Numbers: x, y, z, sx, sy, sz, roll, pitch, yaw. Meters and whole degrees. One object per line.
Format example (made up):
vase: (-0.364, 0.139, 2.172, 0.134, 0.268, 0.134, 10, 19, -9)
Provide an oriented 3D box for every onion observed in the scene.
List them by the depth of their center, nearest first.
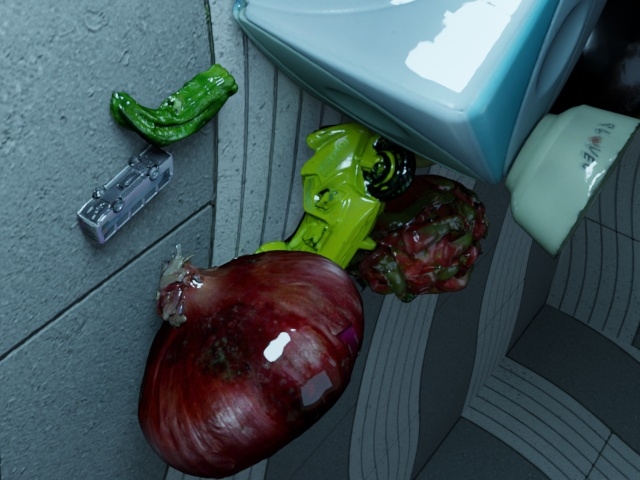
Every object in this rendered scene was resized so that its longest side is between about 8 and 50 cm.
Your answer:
onion: (-0.118, 0.132, 1.296, 0.348, 0.285, 0.347, -37, -161, 15)

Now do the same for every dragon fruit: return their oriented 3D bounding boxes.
dragon fruit: (0.173, -0.008, 1.807, 0.303, 0.237, 0.231, -8, 114, -41)

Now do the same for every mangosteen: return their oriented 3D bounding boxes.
mangosteen: (0.594, -0.392, 2.056, 0.382, 0.435, 0.382, -50, -149, 44)

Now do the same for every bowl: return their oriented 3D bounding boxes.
bowl: (0.317, -0.091, 1.280, 0.211, 0.112, 0.211, -51, 163, -22)

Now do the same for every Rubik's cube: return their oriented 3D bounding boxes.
Rubik's cube: (0.143, -0.308, 1.214, 0.352, 0.347, 0.351, -59, 161, -3)

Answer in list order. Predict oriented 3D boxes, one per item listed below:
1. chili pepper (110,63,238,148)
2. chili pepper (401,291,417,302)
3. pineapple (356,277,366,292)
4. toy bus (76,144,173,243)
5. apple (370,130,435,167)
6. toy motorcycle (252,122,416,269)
chili pepper: (-0.168, -0.151, 1.114, 0.182, 0.050, 0.073, -32, 150, -48)
chili pepper: (0.231, 0.101, 2.324, 0.118, 0.035, 0.055, -56, 175, -7)
pineapple: (0.116, 0.055, 2.001, 0.124, 0.058, 0.058, -34, 145, -37)
toy bus: (-0.221, -0.053, 1.122, 0.130, 0.037, 0.052, -48, 156, -30)
apple: (0.155, -0.213, 1.592, 0.200, 0.200, 0.200, -48, 154, -33)
toy motorcycle: (0.009, -0.045, 1.477, 0.142, 0.206, 0.342, 17, 120, -32)
